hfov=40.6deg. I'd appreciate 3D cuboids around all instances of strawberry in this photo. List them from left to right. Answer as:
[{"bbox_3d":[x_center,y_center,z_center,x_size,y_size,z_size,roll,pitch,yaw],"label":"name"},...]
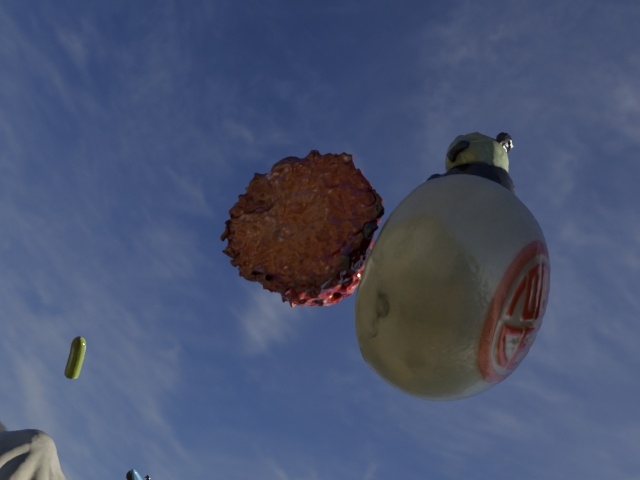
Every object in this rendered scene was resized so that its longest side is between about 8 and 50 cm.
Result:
[{"bbox_3d":[0.000,0.000,1.216,0.234,0.234,0.178,19,-19,30],"label":"strawberry"}]

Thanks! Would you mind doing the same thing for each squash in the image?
[{"bbox_3d":[-0.424,0.200,1.499,0.027,0.027,0.083,30,-62,15],"label":"squash"}]

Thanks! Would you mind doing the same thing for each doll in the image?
[{"bbox_3d":[0.244,-0.060,1.352,0.144,0.234,0.135,11,-27,-9],"label":"doll"}]

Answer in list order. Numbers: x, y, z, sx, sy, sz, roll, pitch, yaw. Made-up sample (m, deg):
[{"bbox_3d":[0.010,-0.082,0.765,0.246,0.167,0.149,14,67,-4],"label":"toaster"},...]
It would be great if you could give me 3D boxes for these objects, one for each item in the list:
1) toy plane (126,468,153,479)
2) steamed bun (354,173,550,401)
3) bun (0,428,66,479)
[{"bbox_3d":[-0.294,0.420,1.342,0.078,0.169,0.246,7,-44,7],"label":"toy plane"},{"bbox_3d":[0.180,0.066,1.051,0.177,0.283,0.283,20,-39,32],"label":"steamed bun"},{"bbox_3d":[-0.237,0.190,0.662,0.138,0.094,0.138,30,-18,11],"label":"bun"}]
